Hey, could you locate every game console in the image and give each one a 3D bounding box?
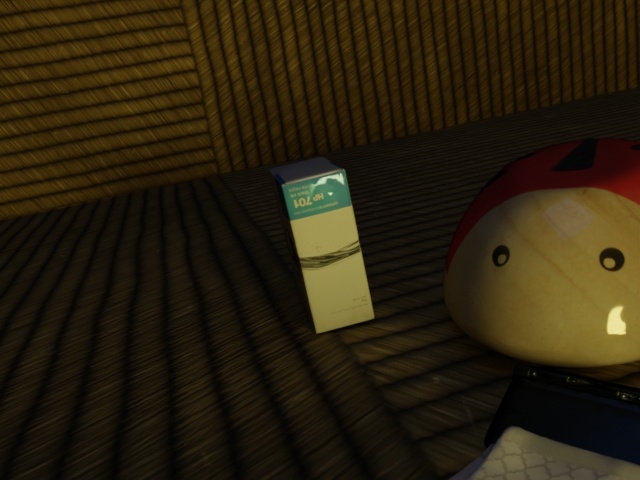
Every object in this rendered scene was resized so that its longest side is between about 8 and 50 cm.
[{"bbox_3d":[0.210,0.145,0.480,0.122,0.071,0.107,7,-7,44],"label":"game console"}]

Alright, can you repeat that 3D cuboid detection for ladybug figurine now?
[{"bbox_3d":[0.298,-0.016,0.704,0.305,0.162,0.449,-2,18,27],"label":"ladybug figurine"}]

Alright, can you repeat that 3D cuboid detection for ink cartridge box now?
[{"bbox_3d":[0.000,0.000,0.778,0.082,0.191,0.139,-14,16,-8],"label":"ink cartridge box"}]

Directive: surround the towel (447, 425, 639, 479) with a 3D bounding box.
[{"bbox_3d":[0.144,0.183,0.231,0.331,0.054,0.316,5,13,44],"label":"towel"}]
